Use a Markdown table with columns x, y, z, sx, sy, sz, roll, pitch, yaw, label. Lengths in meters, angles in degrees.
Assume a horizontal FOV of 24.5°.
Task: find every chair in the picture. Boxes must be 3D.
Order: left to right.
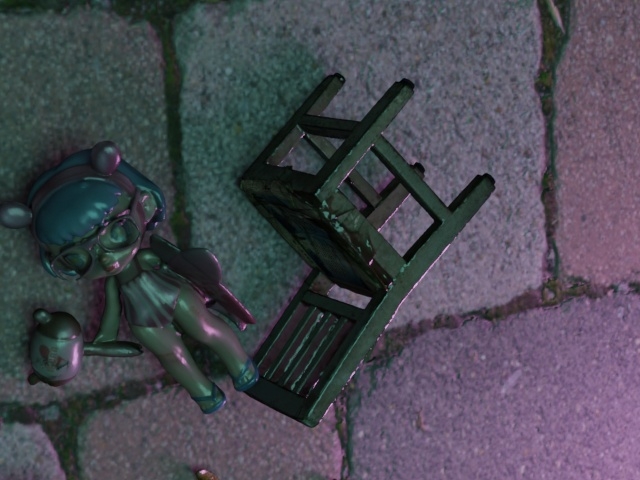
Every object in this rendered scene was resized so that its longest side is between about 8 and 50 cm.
| x | y | z | sx | sy | sz | roll | pitch | yaw | label |
| --- | --- | --- | --- | --- | --- | --- | --- | --- | --- |
| 0.000 | 0.000 | 1.258 | 0.270 | 0.136 | 0.147 | -50 | 117 | -12 | chair |

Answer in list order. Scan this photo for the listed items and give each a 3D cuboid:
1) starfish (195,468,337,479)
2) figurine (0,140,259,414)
| x | y | z | sx | sy | sz | roll | pitch | yaw | label |
| --- | --- | --- | --- | --- | --- | --- | --- | --- | --- |
| -0.061 | 0.293 | 1.332 | 0.223 | 0.050 | 0.216 | -42 | 109 | -23 | starfish |
| -0.161 | 0.044 | 1.207 | 0.205 | 0.103 | 0.260 | -29 | 119 | 16 | figurine |
